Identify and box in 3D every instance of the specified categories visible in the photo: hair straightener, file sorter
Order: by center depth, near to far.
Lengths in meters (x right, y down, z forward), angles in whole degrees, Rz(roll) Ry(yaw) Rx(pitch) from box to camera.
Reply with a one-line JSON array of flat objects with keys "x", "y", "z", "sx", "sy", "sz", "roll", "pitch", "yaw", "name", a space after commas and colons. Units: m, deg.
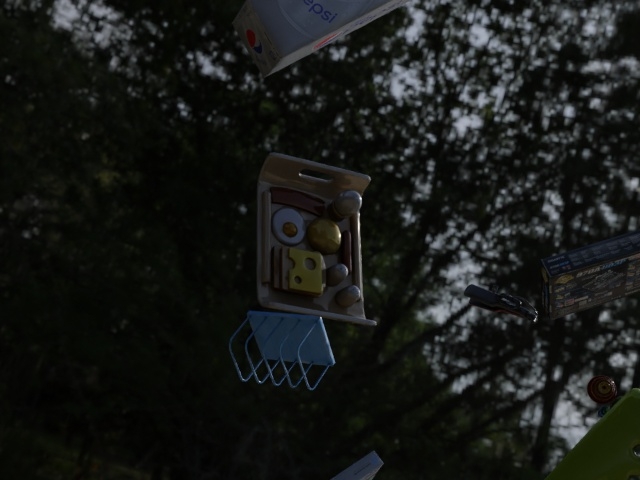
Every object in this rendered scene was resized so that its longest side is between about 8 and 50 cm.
[{"x": -0.080, "y": 0.221, "z": 1.830, "sx": 0.170, "sy": 0.104, "sz": 0.118, "roll": 2, "pitch": -57, "yaw": 30, "name": "file sorter"}, {"x": 0.454, "y": 0.157, "z": 2.329, "sx": 0.230, "sy": 0.047, "sz": 0.089, "roll": 25, "pitch": -22, "yaw": 48, "name": "hair straightener"}]

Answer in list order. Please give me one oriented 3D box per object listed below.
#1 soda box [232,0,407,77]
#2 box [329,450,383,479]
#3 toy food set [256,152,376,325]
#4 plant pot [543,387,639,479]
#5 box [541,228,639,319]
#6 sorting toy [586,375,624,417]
[{"x": 0.029, "y": -0.332, "z": 1.246, "sx": 0.091, "sy": 0.286, "sz": 0.098, "roll": 60, "pitch": -18, "yaw": -4, "name": "soda box"}, {"x": 0.047, "y": 0.537, "z": 1.978, "sx": 0.038, "sy": 0.145, "sz": 0.186, "roll": 51, "pitch": -34, "yaw": 20, "name": "box"}, {"x": 0.000, "y": 0.000, "z": 1.693, "sx": 0.220, "sy": 0.306, "sz": 0.092, "roll": 12, "pitch": -28, "yaw": -26, "name": "toy food set"}, {"x": 0.390, "y": 0.330, "z": 1.019, "sx": 0.228, "sy": 0.227, "sz": 0.207, "roll": 25, "pitch": 17, "yaw": -42, "name": "plant pot"}, {"x": 0.571, "y": 0.073, "z": 1.915, "sx": 0.220, "sy": 0.051, "sz": 0.175, "roll": -18, "pitch": -37, "yaw": 2, "name": "box"}, {"x": 0.493, "y": 0.272, "z": 1.551, "sx": 0.102, "sy": 0.061, "sz": 0.042, "roll": 39, "pitch": -10, "yaw": 16, "name": "sorting toy"}]
